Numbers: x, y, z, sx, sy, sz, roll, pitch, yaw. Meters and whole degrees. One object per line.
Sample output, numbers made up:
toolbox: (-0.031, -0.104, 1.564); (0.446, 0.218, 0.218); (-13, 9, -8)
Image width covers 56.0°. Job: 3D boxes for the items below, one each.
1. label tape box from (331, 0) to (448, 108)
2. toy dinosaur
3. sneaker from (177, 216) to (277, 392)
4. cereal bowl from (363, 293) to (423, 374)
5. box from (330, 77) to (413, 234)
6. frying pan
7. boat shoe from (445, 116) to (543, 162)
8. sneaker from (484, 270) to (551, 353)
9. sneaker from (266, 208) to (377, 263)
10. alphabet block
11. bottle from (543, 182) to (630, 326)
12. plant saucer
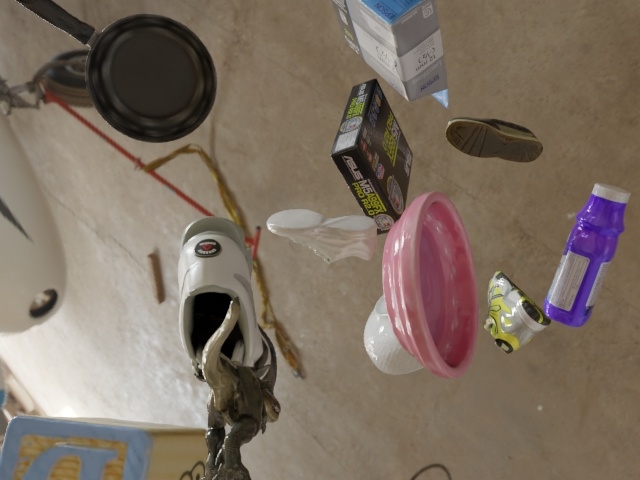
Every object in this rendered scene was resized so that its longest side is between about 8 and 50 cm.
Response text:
label tape box: (0.150, -0.434, 1.311); (0.249, 0.115, 0.348); (51, 175, 30)
toy dinosaur: (-0.073, 0.147, 0.503); (0.064, 0.118, 0.268); (4, 155, 1)
sneaker: (-0.130, 0.145, 0.799); (0.146, 0.122, 0.330); (-97, -2, -55)
cereal bowl: (0.255, 0.205, 1.677); (0.339, 0.339, 0.141); (-16, 114, 52)
box: (0.117, -0.180, 1.261); (0.060, 0.270, 0.216); (-15, 126, 27)
frying pan: (-0.322, -0.262, 0.921); (0.053, 0.326, 0.197); (-113, 37, -62)
boat shoe: (0.256, -0.155, 0.902); (0.152, 0.049, 0.056); (14, 131, -12)
sneaker: (0.511, 0.192, 1.677); (0.145, 0.384, 0.147); (41, 101, 3)
sneaker: (0.000, 0.000, 1.133); (0.212, 0.080, 0.094); (8, 124, 16)
alphabet block: (-0.273, 0.326, 0.765); (0.193, 0.192, 0.197); (4, 163, 13)
bottle: (0.533, 0.029, 1.200); (0.092, 0.118, 0.283); (22, 111, 25)
plant saucer: (0.199, 0.080, 1.087); (0.084, 0.332, 0.332); (-9, 112, 29)
